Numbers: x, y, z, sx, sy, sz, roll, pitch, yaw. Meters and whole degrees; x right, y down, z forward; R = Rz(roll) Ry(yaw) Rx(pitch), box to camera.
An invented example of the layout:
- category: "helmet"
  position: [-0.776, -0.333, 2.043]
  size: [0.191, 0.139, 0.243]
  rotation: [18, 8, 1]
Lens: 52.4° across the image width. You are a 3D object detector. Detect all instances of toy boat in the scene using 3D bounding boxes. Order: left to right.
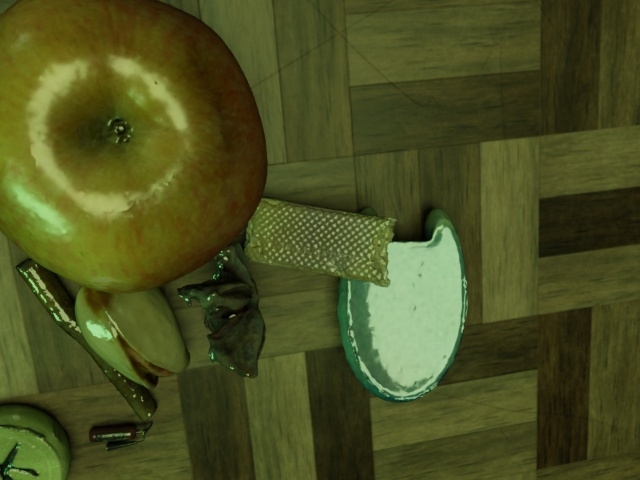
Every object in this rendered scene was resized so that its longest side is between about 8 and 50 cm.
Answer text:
- category: "toy boat"
  position: [0.133, 0.107, 1.111]
  size: [0.215, 0.123, 0.330]
  rotation: [-3, 93, -7]

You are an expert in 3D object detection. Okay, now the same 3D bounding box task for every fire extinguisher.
- category: "fire extinguisher"
  position: [-0.335, 0.334, 1.098]
  size: [0.100, 0.032, 0.046]
  rotation: [-3, 94, -5]

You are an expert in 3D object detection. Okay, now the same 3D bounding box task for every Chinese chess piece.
- category: "Chinese chess piece"
  position: [-0.501, 0.358, 1.045]
  size: [0.188, 0.083, 0.189]
  rotation: [-3, 105, -13]

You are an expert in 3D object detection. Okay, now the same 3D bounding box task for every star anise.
- category: "star anise"
  position: [-0.141, 0.104, 0.976]
  size: [0.110, 0.257, 0.199]
  rotation: [-9, 97, -3]

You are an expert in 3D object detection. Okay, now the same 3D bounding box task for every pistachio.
- category: "pistachio"
  position: [-0.287, 0.137, 1.002]
  size: [0.144, 0.144, 0.215]
  rotation: [-34, 117, -2]

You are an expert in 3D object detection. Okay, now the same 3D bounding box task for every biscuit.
- category: "biscuit"
  position: [0.000, 0.000, 1.021]
  size: [0.238, 0.062, 0.108]
  rotation: [10, 95, 13]

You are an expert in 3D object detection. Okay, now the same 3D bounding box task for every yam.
- category: "yam"
  position: [-0.368, 0.162, 1.042]
  size: [0.045, 0.045, 0.327]
  rotation: [-43, 112, -32]

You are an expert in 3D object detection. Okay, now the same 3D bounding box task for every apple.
- category: "apple"
  position: [-0.256, -0.126, 0.836]
  size: [0.391, 0.346, 0.392]
  rotation: [-2, 100, -12]
